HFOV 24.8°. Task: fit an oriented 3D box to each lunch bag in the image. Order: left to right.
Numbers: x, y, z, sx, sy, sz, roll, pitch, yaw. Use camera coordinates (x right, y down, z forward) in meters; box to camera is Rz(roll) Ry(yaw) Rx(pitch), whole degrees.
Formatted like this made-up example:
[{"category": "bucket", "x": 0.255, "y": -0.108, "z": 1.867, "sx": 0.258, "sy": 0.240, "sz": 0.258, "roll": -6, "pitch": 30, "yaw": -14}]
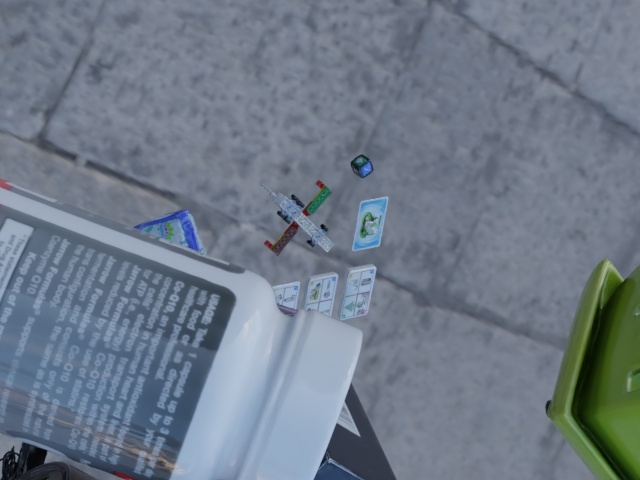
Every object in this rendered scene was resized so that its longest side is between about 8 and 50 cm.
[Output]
[{"category": "lunch bag", "x": -0.204, "y": 0.026, "z": 2.053, "sx": 0.096, "sy": 0.151, "sz": 0.129, "roll": -23, "pitch": 97, "yaw": -30}]

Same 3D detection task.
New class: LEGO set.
[{"category": "LEGO set", "x": 0.000, "y": 0.000, "z": 1.950, "sx": 0.182, "sy": 0.060, "sz": 0.244, "roll": -11, "pitch": 123, "yaw": -35}]

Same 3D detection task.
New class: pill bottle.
[{"category": "pill bottle", "x": -0.127, "y": 0.076, "z": 0.980, "sx": 0.161, "sy": 0.283, "sz": 0.161, "roll": -159, "pitch": -90, "yaw": -89}]

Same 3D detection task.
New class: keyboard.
[{"category": "keyboard", "x": -0.375, "y": 0.299, "z": 1.771, "sx": 0.192, "sy": 0.038, "sz": 0.100, "roll": -86, "pitch": 174, "yaw": -49}]

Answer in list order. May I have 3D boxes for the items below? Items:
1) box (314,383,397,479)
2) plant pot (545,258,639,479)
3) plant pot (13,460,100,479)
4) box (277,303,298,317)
[{"category": "box", "x": -0.082, "y": 0.348, "z": 2.176, "sx": 0.312, "sy": 0.343, "sz": 0.179, "roll": -44, "pitch": 126, "yaw": 14}, {"category": "plant pot", "x": 0.341, "y": 0.132, "z": 1.295, "sx": 0.228, "sy": 0.207, "sz": 0.227, "roll": 50, "pitch": 44, "yaw": -27}, {"category": "plant pot", "x": -0.160, "y": 0.283, "z": 1.090, "sx": 0.215, "sy": 0.215, "sz": 0.230, "roll": -43, "pitch": 112, "yaw": -21}, {"category": "box", "x": -0.110, "y": 0.087, "z": 1.764, "sx": 0.162, "sy": 0.116, "sz": 0.029, "roll": 1, "pitch": 101, "yaw": -53}]
